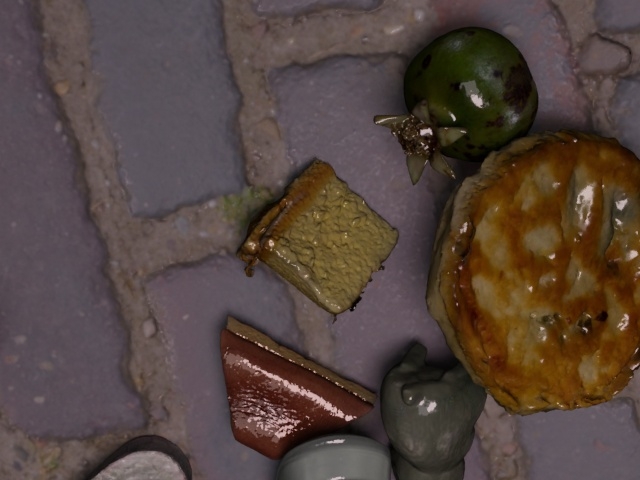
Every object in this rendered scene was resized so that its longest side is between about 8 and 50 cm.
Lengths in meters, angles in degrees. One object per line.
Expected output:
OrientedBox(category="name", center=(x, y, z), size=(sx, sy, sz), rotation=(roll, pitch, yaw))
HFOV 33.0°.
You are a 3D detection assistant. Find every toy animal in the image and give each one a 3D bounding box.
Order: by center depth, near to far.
OrientedBox(category="toy animal", center=(0.114, 0.232, 1.192), size=(0.108, 0.138, 0.236), rotation=(20, 115, 30))

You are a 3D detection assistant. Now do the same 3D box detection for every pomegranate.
OrientedBox(category="pomegranate", center=(0.148, -0.138, 1.107), size=(0.149, 0.169, 0.148), rotation=(14, 136, 14))

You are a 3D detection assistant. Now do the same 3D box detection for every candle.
OrientedBox(category="candle", center=(-0.225, 0.323, 1.234), size=(0.169, 0.068, 0.192), rotation=(1, 96, -1))

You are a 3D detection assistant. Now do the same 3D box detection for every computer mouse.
OrientedBox(category="computer mouse", center=(0.010, 0.288, 1.195), size=(0.128, 0.079, 0.230), rotation=(6, 132, -11))

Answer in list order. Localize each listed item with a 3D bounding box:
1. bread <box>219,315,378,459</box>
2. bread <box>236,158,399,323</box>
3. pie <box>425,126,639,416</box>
OrientedBox(category="bread", center=(-0.048, 0.177, 1.208), size=(0.192, 0.067, 0.119), rotation=(31, 94, -4))
OrientedBox(category="bread", center=(0.000, 0.000, 1.171), size=(0.147, 0.127, 0.152), rotation=(38, 80, -3))
OrientedBox(category="pie", center=(0.241, 0.031, 1.124), size=(0.315, 0.092, 0.315), rotation=(-6, 103, -26))
